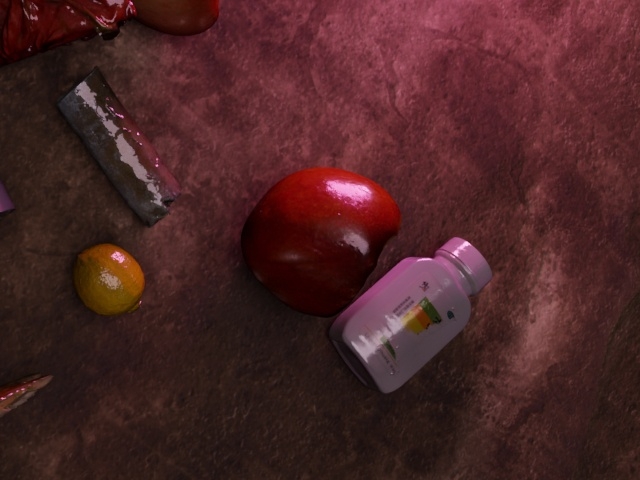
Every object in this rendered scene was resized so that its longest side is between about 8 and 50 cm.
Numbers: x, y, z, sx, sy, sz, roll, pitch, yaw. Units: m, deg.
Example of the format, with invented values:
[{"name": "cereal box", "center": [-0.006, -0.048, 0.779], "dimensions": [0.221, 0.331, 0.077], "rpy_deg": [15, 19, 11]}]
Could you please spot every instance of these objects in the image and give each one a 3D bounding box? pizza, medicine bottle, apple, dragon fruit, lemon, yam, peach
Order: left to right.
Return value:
[{"name": "pizza", "center": [-0.520, 0.259, 1.682], "dimensions": [0.262, 0.181, 0.034], "rpy_deg": [-25, 98, -45]}, {"name": "dragon fruit", "center": [-0.431, -0.343, 1.708], "dimensions": [0.330, 0.302, 0.240], "rpy_deg": [-38, 137, -2]}, {"name": "lemon", "center": [-0.336, 0.064, 1.770], "dimensions": [0.109, 0.109, 0.133], "rpy_deg": [-48, 110, -15]}, {"name": "yam", "center": [-0.319, -0.146, 1.787], "dimensions": [0.093, 0.093, 0.259], "rpy_deg": [-39, 105, -17]}, {"name": "apple", "center": [-0.236, -0.417, 1.775], "dimensions": [0.168, 0.181, 0.181], "rpy_deg": [3, 89, -2]}, {"name": "peach", "center": [0.000, 0.000, 1.821], "dimensions": [0.245, 0.274, 0.249], "rpy_deg": [5, 83, -26]}, {"name": "medicine bottle", "center": [0.167, 0.126, 1.979], "dimensions": [0.296, 0.111, 0.161], "rpy_deg": [-39, 105, -18]}]

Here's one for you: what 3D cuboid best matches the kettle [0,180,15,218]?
[{"name": "kettle", "center": [-0.601, -0.113, 1.657], "dimensions": [0.210, 0.160, 0.243], "rpy_deg": [-24, 93, 8]}]
